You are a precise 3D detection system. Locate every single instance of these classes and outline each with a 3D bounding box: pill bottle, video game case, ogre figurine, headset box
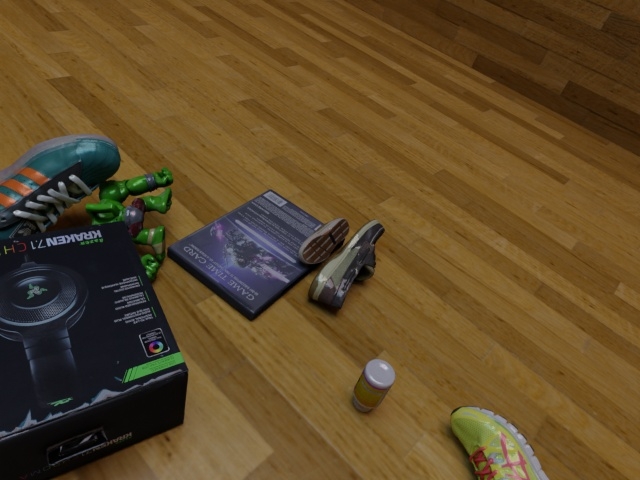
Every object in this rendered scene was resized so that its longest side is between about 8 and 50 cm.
[{"bbox_3d":[0.072,0.206,0.659,0.043,0.083,0.043,11,40,-9],"label":"pill bottle"},{"bbox_3d":[-0.106,0.010,0.860,0.196,0.026,0.274,34,43,17],"label":"video game case"},{"bbox_3d":[-0.312,-0.035,0.770,0.118,0.097,0.197,5,84,-9],"label":"ogre figurine"},{"bbox_3d":[-0.318,0.133,0.557,0.246,0.131,0.283,-13,50,-31],"label":"headset box"}]

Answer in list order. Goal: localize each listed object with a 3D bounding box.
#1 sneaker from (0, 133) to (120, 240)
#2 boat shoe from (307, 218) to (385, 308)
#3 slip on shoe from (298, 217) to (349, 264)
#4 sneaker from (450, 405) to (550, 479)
[{"bbox_3d":[-0.436,-0.051,0.705,0.302,0.108,0.121,-28,66,-9],"label":"sneaker"},{"bbox_3d":[0.063,0.045,0.849,0.073,0.080,0.223,36,48,12],"label":"boat shoe"},{"bbox_3d":[0.000,0.000,0.864,0.041,0.051,0.135,-1,32,43],"label":"slip on shoe"},{"bbox_3d":[0.237,0.312,0.607,0.094,0.081,0.208,-18,52,-32],"label":"sneaker"}]
